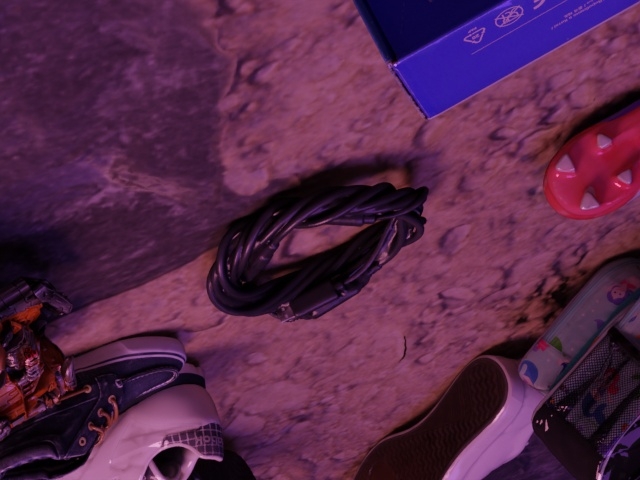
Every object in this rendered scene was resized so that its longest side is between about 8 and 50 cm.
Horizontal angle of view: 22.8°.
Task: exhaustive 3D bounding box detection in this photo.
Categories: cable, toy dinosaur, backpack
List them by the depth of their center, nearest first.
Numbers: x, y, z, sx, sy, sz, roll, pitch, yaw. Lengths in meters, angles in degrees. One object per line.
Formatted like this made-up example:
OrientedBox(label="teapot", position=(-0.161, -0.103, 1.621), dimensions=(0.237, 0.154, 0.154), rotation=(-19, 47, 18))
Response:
OrientedBox(label="toy dinosaur", position=(-0.281, 0.086, 1.068), dimensions=(0.218, 0.164, 0.322), rotation=(-40, 140, 2))
OrientedBox(label="cable", position=(0.000, 0.000, 1.230), dimensions=(0.184, 0.047, 0.150), rotation=(-31, 148, 17))
OrientedBox(label="backpack", position=(0.334, 0.122, 1.541), dimensions=(0.253, 0.191, 0.225), rotation=(-46, 148, 11))

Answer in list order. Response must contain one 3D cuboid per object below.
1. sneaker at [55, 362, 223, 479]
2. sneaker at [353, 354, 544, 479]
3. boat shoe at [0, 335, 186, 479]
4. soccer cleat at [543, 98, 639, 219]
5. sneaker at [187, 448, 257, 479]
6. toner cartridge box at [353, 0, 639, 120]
OrientedBox(label="sneaker", position=(-0.182, 0.199, 1.371), dimensions=(0.235, 0.094, 0.090), rotation=(-38, 152, 26))
OrientedBox(label="sneaker", position=(0.148, 0.231, 1.687), dimensions=(0.123, 0.106, 0.290), rotation=(7, 138, -42))
OrientedBox(label="boat shoe", position=(-0.185, 0.138, 1.269), dimensions=(0.183, 0.083, 0.065), rotation=(-14, 151, -20))
OrientedBox(label="soccer cleat", position=(0.290, -0.093, 1.275), dimensions=(0.248, 0.083, 0.095), rotation=(-30, 177, 3))
OrientedBox(label="sneaker", position=(-0.236, 0.352, 1.434), dimensions=(0.257, 0.169, 0.447), rotation=(-14, -158, 35))
OrientedBox(label="toner cartridge box", position=(0.164, -0.222, 0.827), dimensions=(0.348, 0.165, 0.075), rotation=(-28, 153, 8))
